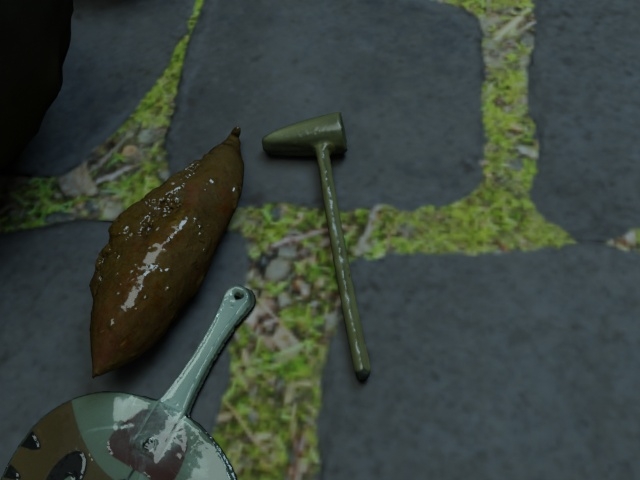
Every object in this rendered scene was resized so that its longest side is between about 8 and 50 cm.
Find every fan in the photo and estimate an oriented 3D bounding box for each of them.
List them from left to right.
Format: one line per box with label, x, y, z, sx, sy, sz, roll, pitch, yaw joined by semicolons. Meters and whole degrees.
fan;-0.097;0.119;0.442;0.153;0.008;0.226;23;64;18

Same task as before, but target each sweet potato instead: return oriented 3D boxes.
sweet potato;-0.094;-0.004;0.490;0.068;0.060;0.206;37;53;-10

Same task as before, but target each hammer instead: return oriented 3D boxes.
hammer;0.000;0.000;0.497;0.060;0.028;0.195;-12;59;4

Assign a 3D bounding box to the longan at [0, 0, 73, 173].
longan;-0.375;-0.156;0.412;0.436;0.404;0.404;-10;58;-3
